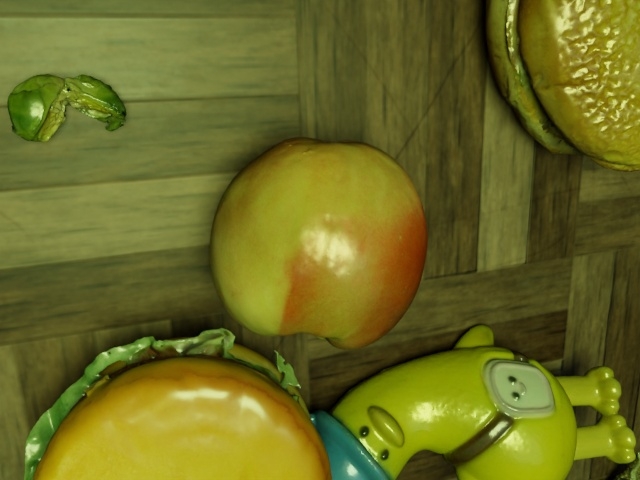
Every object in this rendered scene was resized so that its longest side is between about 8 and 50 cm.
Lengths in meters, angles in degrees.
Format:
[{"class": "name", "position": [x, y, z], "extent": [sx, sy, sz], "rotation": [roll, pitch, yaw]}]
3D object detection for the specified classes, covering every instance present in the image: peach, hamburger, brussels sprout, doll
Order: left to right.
[{"class": "brussels sprout", "position": [-0.198, -0.106, 0.452], "extent": [0.084, 0.046, 0.050], "rotation": [-16, 106, -26]}, {"class": "hamburger", "position": [-0.113, 0.187, 0.492], "extent": [0.246, 0.170, 0.245], "rotation": [-1, 97, -10]}, {"class": "peach", "position": [0.000, 0.000, 0.483], "extent": [0.184, 0.184, 0.184], "rotation": [-5, 106, -19]}, {"class": "doll", "position": [0.148, 0.191, 0.621], "extent": [0.364, 0.145, 0.199], "rotation": [0, 65, -11]}, {"class": "hamburger", "position": [0.238, -0.180, 0.537], "extent": [0.157, 0.144, 0.282], "rotation": [-34, 112, 3]}]

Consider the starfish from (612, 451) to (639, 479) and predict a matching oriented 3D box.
[{"class": "starfish", "position": [0.394, 0.372, 0.790], "extent": [0.176, 0.053, 0.207], "rotation": [10, 98, -22]}]
